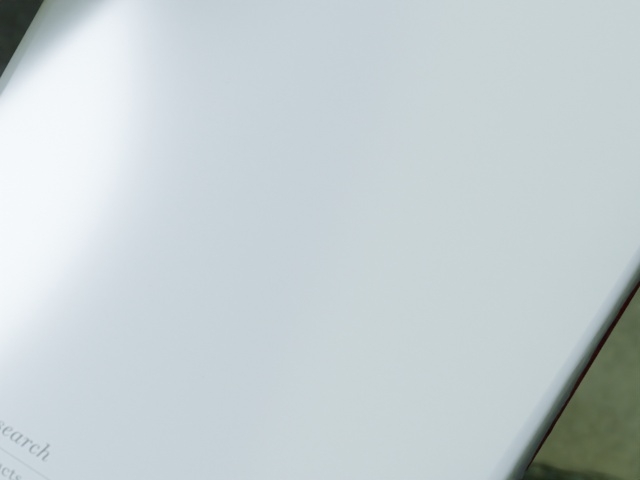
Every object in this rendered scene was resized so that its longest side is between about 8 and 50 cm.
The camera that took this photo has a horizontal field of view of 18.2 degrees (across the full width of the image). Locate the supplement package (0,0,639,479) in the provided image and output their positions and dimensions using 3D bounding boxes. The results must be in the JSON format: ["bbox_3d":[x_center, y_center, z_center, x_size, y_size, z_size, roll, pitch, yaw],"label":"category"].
[{"bbox_3d":[0.000,0.000,0.597,0.175,0.177,0.293,31,98,8],"label":"supplement package"}]
